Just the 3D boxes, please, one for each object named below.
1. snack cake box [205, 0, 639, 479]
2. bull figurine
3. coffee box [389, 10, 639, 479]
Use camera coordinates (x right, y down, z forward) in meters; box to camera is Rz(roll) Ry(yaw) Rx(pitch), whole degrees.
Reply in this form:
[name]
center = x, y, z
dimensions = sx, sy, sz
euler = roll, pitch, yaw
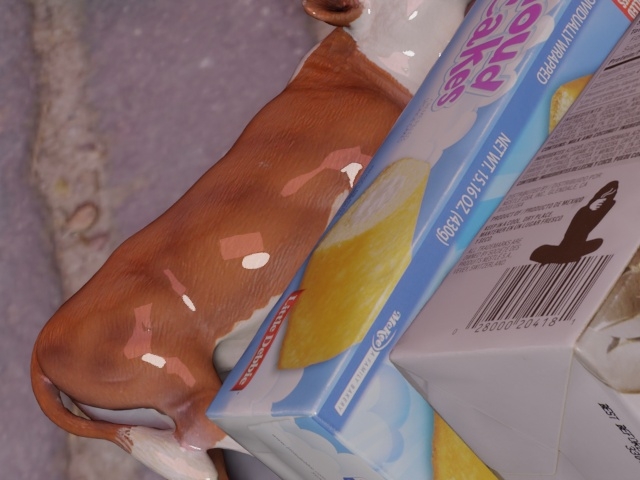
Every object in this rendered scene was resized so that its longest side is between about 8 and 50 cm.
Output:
[snack cake box]
center = 0.092, 0.009, 0.552
dimensions = 0.089, 0.152, 0.264
euler = -14, 39, 59
[bull figurine]
center = 0.000, 0.000, 0.664
dimensions = 0.310, 0.101, 0.188
euler = -45, 62, -1
[coffee box]
center = 0.158, -0.003, 0.482
dimensions = 0.246, 0.141, 0.098
euler = -51, 19, -27
